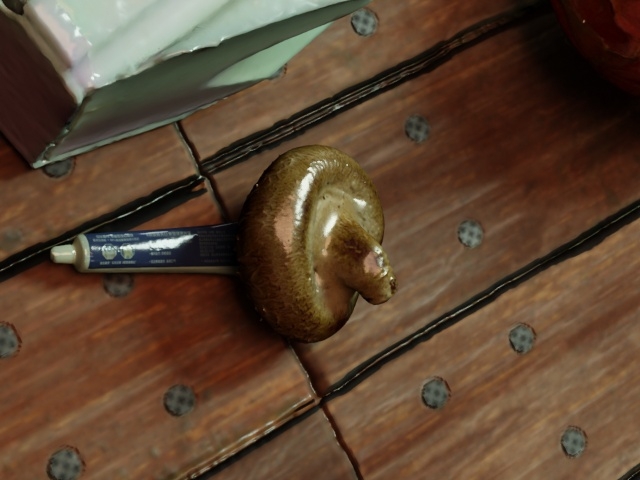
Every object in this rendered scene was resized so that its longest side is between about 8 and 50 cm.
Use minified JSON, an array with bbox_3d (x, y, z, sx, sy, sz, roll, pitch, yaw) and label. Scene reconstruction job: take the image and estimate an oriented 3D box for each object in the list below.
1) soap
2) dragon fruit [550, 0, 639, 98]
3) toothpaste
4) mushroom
[{"bbox_3d":[-0.053,-0.252,0.878,0.261,0.156,0.446,50,63,-10],"label":"soap"},{"bbox_3d":[0.280,-0.197,0.998,0.252,0.241,0.241,-1,80,-11],"label":"dragon fruit"},{"bbox_3d":[-0.102,0.007,0.877,0.140,0.021,0.037,-2,83,-32],"label":"toothpaste"},{"bbox_3d":[-0.005,0.002,0.892,0.109,0.085,0.126,39,55,-9],"label":"mushroom"}]
